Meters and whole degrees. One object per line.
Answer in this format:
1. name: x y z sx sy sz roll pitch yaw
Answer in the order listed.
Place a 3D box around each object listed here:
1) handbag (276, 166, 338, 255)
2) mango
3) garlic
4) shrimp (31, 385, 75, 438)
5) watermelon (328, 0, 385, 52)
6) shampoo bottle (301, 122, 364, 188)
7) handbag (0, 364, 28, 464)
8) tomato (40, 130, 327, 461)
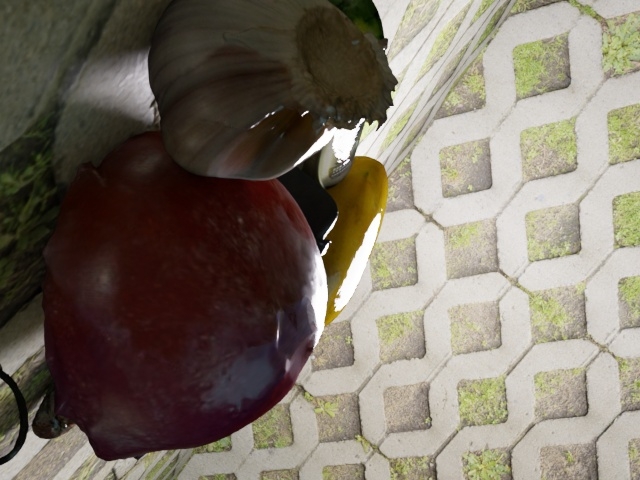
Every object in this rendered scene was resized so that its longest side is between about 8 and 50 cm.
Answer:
1. handbag: -0.101 0.008 0.887 0.254 0.181 0.181 -50 179 -22
2. mango: 0.000 0.000 1.270 0.446 0.232 0.300 -57 171 -27
3. garlic: -0.022 -0.132 0.548 0.207 0.207 0.256 -54 156 6
4. shrimp: -0.319 0.187 0.817 0.190 0.075 0.073 -48 153 6
5. watermelon: 0.013 -0.214 0.757 0.204 0.127 0.232 -58 176 16
6. shampoo bottle: 0.032 -0.209 1.033 0.125 0.084 0.350 -47 170 -22
7. handbag: -0.282 0.117 0.453 0.115 0.139 0.072 -50 -176 -27
8. tomato: -0.102 0.042 0.585 0.335 0.176 0.290 -49 132 -54
